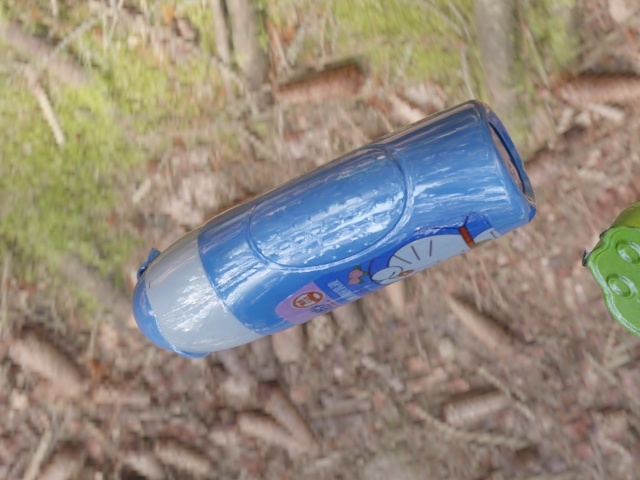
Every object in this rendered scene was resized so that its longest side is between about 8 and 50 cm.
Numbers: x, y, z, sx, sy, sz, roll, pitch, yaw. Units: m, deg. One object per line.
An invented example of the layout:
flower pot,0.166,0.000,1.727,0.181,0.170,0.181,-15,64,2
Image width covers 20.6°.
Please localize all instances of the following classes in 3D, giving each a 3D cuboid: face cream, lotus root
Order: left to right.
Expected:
face cream,0.000,0.000,1.108,0.264,0.149,0.083,-24,73,14
lotus root,0.346,-0.001,1.503,0.186,0.186,0.186,-2,118,-4
